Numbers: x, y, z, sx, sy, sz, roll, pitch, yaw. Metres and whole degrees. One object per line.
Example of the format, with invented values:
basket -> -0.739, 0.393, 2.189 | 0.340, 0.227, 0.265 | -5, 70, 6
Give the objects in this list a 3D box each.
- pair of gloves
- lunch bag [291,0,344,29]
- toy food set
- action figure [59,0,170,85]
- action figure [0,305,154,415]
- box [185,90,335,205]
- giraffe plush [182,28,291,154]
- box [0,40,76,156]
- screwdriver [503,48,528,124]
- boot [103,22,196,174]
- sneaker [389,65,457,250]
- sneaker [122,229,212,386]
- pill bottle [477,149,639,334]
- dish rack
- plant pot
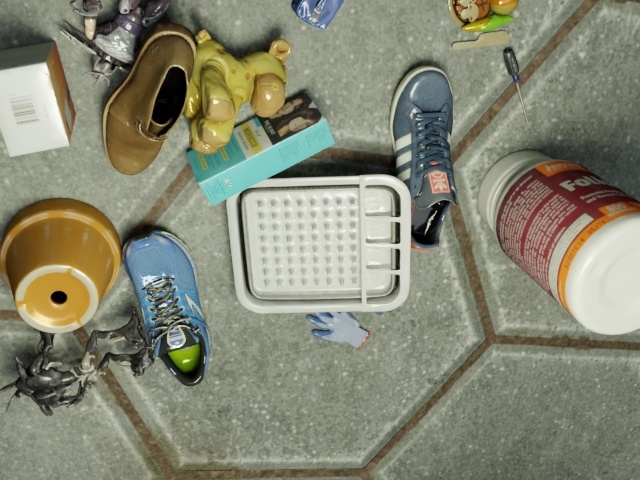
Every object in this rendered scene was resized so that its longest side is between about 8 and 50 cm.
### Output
pair of gloves -> 0.073, 0.139, 1.563 | 0.159, 0.023, 0.198 | 32, 104, -29
lunch bag -> 0.003, -0.407, 1.248 | 0.067, 0.065, 0.098 | 25, 107, -25
toy food set -> 0.292, -0.436, 1.332 | 0.133, 0.038, 0.191 | -12, 118, -10
action figure -> -0.288, -0.359, 1.171 | 0.185, 0.099, 0.285 | 24, 112, -40
action figure -> -0.457, 0.225, 1.388 | 0.276, 0.141, 0.164 | -18, 123, -8
box -> -0.106, -0.162, 1.311 | 0.244, 0.100, 0.060 | -28, 136, -2
giraffe plush -> -0.132, -0.257, 1.250 | 0.171, 0.181, 0.210 | -5, 82, -25
box -> -0.442, -0.222, 1.150 | 0.091, 0.170, 0.130 | -13, 118, -8
screwdriver -> 0.384, -0.295, 1.442 | 0.025, 0.024, 0.169 | -50, 129, -22
boot -> -0.281, -0.195, 1.200 | 0.112, 0.115, 0.305 | 9, 138, -27
sneaker -> 0.203, -0.141, 1.389 | 0.131, 0.148, 0.349 | -6, 117, -13
sneaker -> -0.271, 0.131, 1.389 | 0.130, 0.147, 0.329 | -20, 119, -6
pill bottle -> 0.461, -0.018, 1.384 | 0.224, 0.392, 0.223 | -7, 117, -14
dish rack -> 0.000, 0.000, 1.410 | 0.333, 0.072, 0.285 | -2, 118, 2
plant pot -> -0.446, 0.057, 1.277 | 0.205, 0.188, 0.205 | -6, 117, -13
